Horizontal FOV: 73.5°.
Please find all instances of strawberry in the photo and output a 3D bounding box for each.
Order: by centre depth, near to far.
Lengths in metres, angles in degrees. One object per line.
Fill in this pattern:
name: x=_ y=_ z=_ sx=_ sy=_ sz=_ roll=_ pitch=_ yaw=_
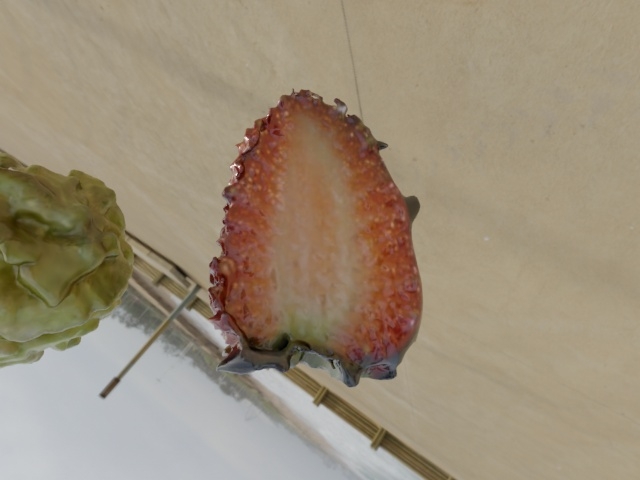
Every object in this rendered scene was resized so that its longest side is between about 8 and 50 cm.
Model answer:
strawberry: x=0.000 y=0.000 z=0.488 sx=0.233 sy=0.306 sz=0.138 roll=8 pitch=166 yaw=-12

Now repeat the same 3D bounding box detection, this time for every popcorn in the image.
popcorn: x=-0.320 y=0.010 z=0.457 sx=0.212 sy=0.259 sz=0.259 roll=-9 pitch=136 yaw=24
